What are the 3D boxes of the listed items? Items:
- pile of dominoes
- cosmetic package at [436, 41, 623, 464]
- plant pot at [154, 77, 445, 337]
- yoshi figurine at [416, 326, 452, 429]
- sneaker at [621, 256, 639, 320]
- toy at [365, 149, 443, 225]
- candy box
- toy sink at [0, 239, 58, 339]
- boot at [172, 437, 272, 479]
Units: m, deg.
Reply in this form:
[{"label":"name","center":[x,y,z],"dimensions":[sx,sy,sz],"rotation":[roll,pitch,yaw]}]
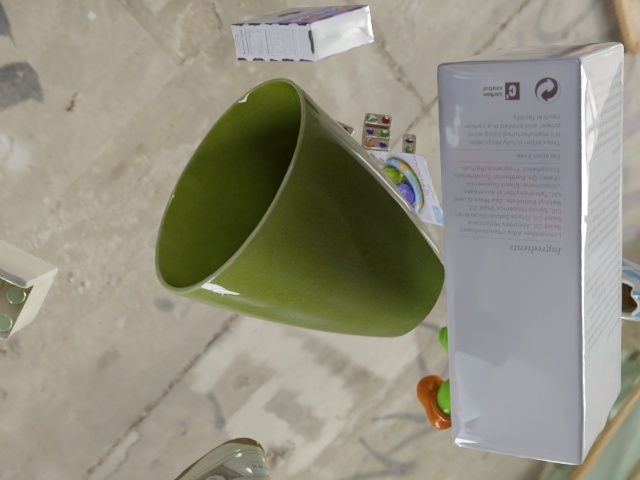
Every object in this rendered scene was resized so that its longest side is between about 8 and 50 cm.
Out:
[{"label":"pile of dominoes","center":[0.101,-0.154,1.978],"dimensions":[0.196,0.251,0.040],"rotation":[7,149,-1]},{"label":"cosmetic package","center":[0.258,0.004,1.133],"dimensions":[0.230,0.162,0.453],"rotation":[-27,116,-58]},{"label":"plant pot","center":[0.000,0.000,1.148],"dimensions":[0.293,0.275,0.274],"rotation":[31,99,-30]},{"label":"yoshi figurine","center":[0.299,0.195,1.639],"dimensions":[0.203,0.203,0.362],"rotation":[-49,175,-33]},{"label":"sneaker","center":[0.462,0.074,1.520],"dimensions":[0.092,0.229,0.087],"rotation":[-8,98,-24]},{"label":"toy","center":[0.126,-0.091,1.746],"dimensions":[0.056,0.237,0.136],"rotation":[-28,110,-19]},{"label":"candy box","center":[-0.033,-0.372,1.714],"dimensions":[0.165,0.196,0.070],"rotation":[-29,118,-42]},{"label":"toy sink","center":[-0.602,0.086,1.753],"dimensions":[0.153,0.234,0.131],"rotation":[26,92,-5]},{"label":"boot","center":[-0.117,0.313,0.917],"dimensions":[0.213,0.165,0.077],"rotation":[-39,137,9]}]
